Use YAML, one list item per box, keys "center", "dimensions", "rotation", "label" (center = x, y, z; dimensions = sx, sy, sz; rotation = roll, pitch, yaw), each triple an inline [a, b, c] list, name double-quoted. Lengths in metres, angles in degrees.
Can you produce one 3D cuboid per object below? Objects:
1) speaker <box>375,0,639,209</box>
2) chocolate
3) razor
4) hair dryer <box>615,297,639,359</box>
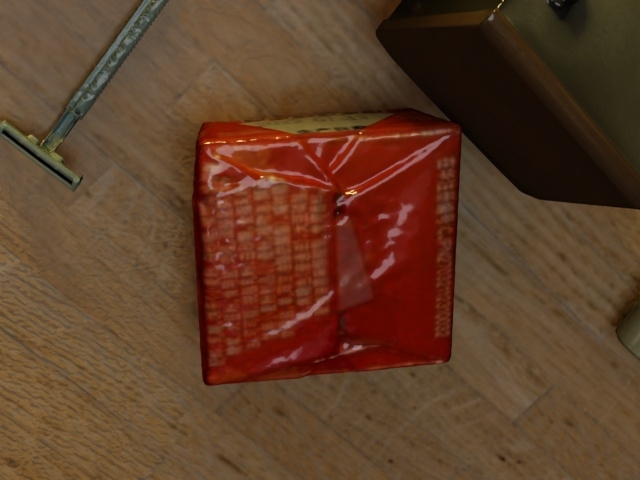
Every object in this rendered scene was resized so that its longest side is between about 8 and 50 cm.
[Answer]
- center: [0.197, -0.155, 1.179]
  dimensions: [0.231, 0.192, 0.153]
  rotation: [44, 72, -27]
  label: "speaker"
- center: [0.000, 0.000, 1.264]
  dimensions: [0.234, 0.108, 0.237]
  rotation: [-6, 114, -11]
  label: "chocolate"
- center: [-0.180, -0.148, 1.197]
  dimensions: [0.084, 0.036, 0.211]
  rotation: [38, 96, -5]
  label: "razor"
- center: [0.438, 0.055, 1.372]
  dimensions: [0.296, 0.119, 0.298]
  rotation: [-31, 97, 21]
  label: "hair dryer"
